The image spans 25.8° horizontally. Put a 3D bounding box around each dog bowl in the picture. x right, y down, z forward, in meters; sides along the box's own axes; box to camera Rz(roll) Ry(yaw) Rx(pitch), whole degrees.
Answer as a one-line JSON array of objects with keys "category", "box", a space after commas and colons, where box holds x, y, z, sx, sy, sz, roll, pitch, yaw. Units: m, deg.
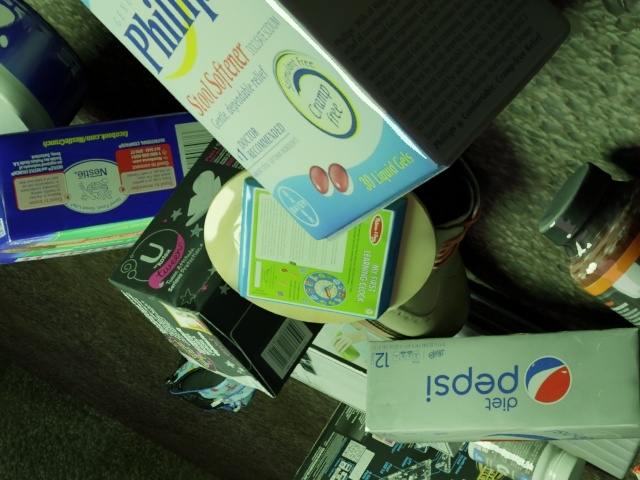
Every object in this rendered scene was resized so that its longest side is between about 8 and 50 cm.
[{"category": "dog bowl", "box": [-0.411, -0.214, 1.671, 0.265, 0.104, 0.265, 29, 161, 11]}]

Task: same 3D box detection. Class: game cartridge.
[{"category": "game cartridge", "box": [0.211, 0.139, 1.595, 0.355, 0.068, 0.230, 28, 164, 16]}]

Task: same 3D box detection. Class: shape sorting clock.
[{"category": "shape sorting clock", "box": [0.000, 0.000, 1.237, 0.206, 0.040, 0.206, 7, 135, 7]}]

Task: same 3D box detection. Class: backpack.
[{"category": "backpack", "box": [-0.134, 0.179, 2.125, 0.117, 0.158, 0.173, 34, 151, -28]}]

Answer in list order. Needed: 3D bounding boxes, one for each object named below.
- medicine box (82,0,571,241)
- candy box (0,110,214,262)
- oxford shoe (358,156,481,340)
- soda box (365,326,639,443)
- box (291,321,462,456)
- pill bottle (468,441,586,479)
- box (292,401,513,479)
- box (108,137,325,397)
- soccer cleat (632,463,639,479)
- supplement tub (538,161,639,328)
[{"category": "medicine box", "box": [-0.015, -0.169, 1.007, 0.289, 0.149, 0.263, 45, 160, -5]}, {"category": "candy box", "box": [-0.261, -0.053, 1.579, 0.317, 0.268, 0.122, 166, 94, -67]}, {"category": "oxford shoe", "box": [0.084, -0.007, 1.326, 0.147, 0.140, 0.397, 12, 155, 32]}, {"category": "soda box", "box": [0.191, 0.149, 1.400, 0.286, 0.098, 0.091, -6, 162, 25]}, {"category": "box", "box": [0.062, 0.161, 1.844, 0.290, 0.087, 0.169, 25, 159, 26]}, {"category": "pill bottle", "box": [0.268, 0.275, 1.802, 0.137, 0.078, 0.078, 24, 159, 27]}, {"category": "box", "box": [0.107, 0.374, 1.973, 0.293, 0.295, 0.073, 22, 158, 28]}, {"category": "box", "box": [-0.061, 0.003, 1.406, 0.142, 0.247, 0.163, 18, 155, 42]}, {"category": "soccer cleat", "box": [0.400, 0.239, 1.519, 0.076, 0.068, 0.196, 29, 158, 4]}, {"category": "supplement tub", "box": [0.274, 0.021, 1.121, 0.198, 0.106, 0.106, 34, 161, -3]}]
